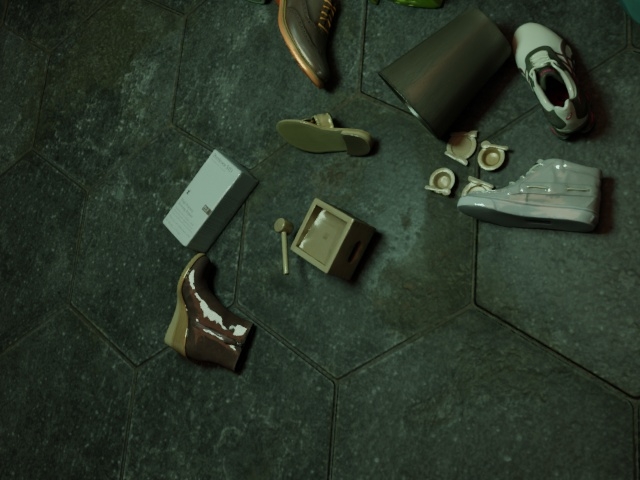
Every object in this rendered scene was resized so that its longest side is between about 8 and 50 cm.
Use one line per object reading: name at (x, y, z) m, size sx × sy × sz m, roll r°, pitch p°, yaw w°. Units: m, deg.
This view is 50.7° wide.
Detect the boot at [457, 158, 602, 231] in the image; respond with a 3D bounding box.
boot at (0.398, -0.094, 1.285) m, size 0.258 × 0.095 × 0.123 m, roll 9°, pitch 75°, yaw 23°

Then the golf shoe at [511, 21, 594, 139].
golf shoe at (0.442, -0.329, 1.298) m, size 0.105 × 0.120 × 0.273 m, roll -29°, pitch 63°, yaw 22°

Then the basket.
basket at (0.264, -0.355, 1.393) m, size 0.227 × 0.154 × 0.204 m, roll -42°, pitch 62°, yaw 10°

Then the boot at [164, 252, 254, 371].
boot at (-0.244, 0.168, 1.596) m, size 0.207 × 0.090 × 0.248 m, roll 14°, pitch 82°, yaw 20°

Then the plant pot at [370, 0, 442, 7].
plant pot at (0.155, -0.662, 1.496) m, size 0.207 × 0.228 × 0.227 m, roll 11°, pitch 83°, yaw 38°

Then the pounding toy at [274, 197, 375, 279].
pounding toy at (-0.008, 0.006, 1.487) m, size 0.206 × 0.094 × 0.181 m, roll 32°, pitch 99°, yaw 42°

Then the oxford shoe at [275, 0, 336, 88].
oxford shoe at (-0.024, -0.531, 1.619) m, size 0.132 × 0.130 × 0.364 m, roll -22°, pitch 68°, yaw 15°

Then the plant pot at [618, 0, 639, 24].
plant pot at (0.640, -0.524, 1.140) m, size 0.293 × 0.235 × 0.293 m, roll -2°, pitch 86°, yaw 28°

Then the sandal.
sandal at (0.021, -0.255, 1.561) m, size 0.240 × 0.088 × 0.079 m, roll 14°, pitch 52°, yaw 25°

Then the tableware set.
tableware set at (0.302, -0.145, 1.385) m, size 0.141 × 0.020 × 0.169 m, roll 22°, pitch 89°, yaw 33°

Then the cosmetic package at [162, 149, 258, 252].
cosmetic package at (-0.272, -0.096, 1.667) m, size 0.117 × 0.085 × 0.231 m, roll 41°, pitch 100°, yaw 31°

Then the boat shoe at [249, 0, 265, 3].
boat shoe at (-0.262, -0.739, 1.810) m, size 0.340 × 0.127 × 0.113 m, roll 28°, pitch 90°, yaw 31°
